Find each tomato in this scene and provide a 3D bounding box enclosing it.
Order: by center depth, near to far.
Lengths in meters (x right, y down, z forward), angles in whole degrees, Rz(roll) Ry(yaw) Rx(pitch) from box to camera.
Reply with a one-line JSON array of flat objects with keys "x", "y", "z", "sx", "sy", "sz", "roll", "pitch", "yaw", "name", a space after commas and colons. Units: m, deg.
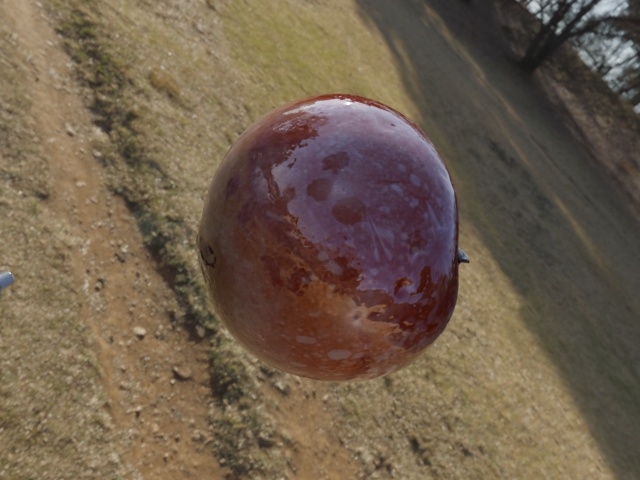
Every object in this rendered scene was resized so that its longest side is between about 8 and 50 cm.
[{"x": 0.000, "y": 0.000, "z": 0.613, "sx": 0.227, "sy": 0.270, "sz": 0.270, "roll": -8, "pitch": 53, "yaw": -20, "name": "tomato"}]

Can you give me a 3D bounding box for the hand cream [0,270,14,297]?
[{"x": -0.580, "y": 0.100, "z": 0.976, "sx": 0.257, "sy": 0.050, "sz": 0.084, "roll": -21, "pitch": 113, "yaw": -45, "name": "hand cream"}]
